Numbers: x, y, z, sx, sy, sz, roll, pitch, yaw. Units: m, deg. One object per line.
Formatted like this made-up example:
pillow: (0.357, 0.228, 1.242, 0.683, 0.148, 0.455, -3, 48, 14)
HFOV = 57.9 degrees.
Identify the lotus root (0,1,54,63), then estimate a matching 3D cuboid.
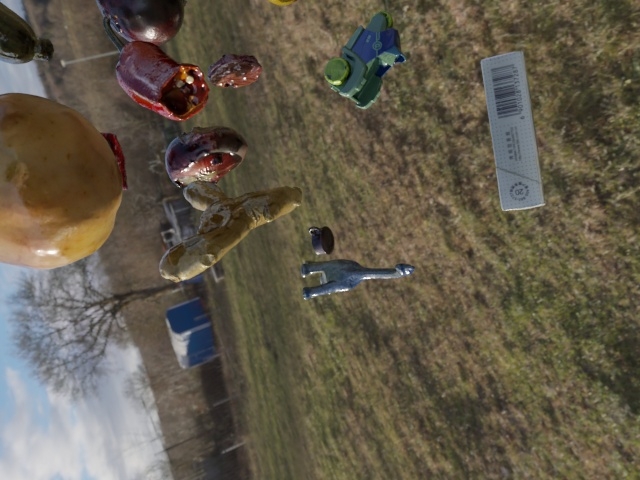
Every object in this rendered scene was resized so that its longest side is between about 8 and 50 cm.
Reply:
lotus root: (-0.900, -0.586, 1.598, 0.309, 0.173, 0.173, 33, 176, -24)

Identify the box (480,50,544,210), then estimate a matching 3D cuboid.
box: (0.440, -0.234, 1.309, 0.210, 0.095, 0.330, -9, -90, -68)

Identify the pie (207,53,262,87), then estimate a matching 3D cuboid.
pie: (-0.223, -0.443, 1.510, 0.153, 0.153, 0.038, 140, 119, -71)

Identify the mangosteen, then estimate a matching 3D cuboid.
mangosteen: (-0.436, -0.635, 1.485, 0.235, 0.261, 0.235, 42, 164, 15)

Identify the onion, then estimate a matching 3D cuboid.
onion: (-0.377, -0.296, 1.873, 0.195, 0.272, 0.272, 63, 161, 14)

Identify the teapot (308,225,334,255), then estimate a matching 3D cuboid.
teapot: (0.000, 0.000, 1.358, 0.100, 0.045, 0.068, 51, -140, -40)

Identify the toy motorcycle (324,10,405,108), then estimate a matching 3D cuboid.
toy motorcycle: (0.183, -0.640, 2.056, 0.200, 0.326, 0.191, 42, -165, 25)

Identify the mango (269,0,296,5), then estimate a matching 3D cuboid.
mango: (-0.097, -0.705, 1.386, 0.317, 0.211, 0.173, 113, 173, -61)

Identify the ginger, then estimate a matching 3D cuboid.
ginger: (-0.233, -0.048, 1.524, 0.363, 0.348, 0.122, -80, -21, -53)

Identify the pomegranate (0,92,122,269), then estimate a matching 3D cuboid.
pomegranate: (-0.659, -0.139, 1.334, 0.411, 0.411, 0.411, 55, 156, 39)

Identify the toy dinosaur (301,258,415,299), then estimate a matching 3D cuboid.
toy dinosaur: (0.064, 0.065, 1.016, 0.248, 0.188, 0.075, 60, -154, -79)

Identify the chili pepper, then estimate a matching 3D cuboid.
chili pepper: (-0.394, -0.378, 1.313, 0.338, 0.134, 0.131, 34, 179, 33)

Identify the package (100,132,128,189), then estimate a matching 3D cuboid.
package: (-0.801, -0.220, 1.707, 0.123, 0.423, 0.196, 22, 118, 55)
